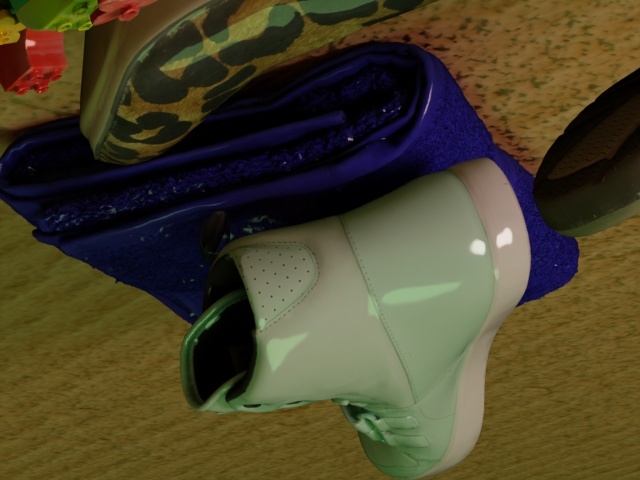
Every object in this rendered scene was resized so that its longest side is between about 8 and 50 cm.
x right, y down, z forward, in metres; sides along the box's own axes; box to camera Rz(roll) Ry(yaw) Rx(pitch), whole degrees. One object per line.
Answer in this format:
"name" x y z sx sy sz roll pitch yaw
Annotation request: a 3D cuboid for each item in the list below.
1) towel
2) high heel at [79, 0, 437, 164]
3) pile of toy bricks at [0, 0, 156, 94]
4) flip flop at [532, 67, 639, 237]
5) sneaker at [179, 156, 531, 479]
"towel" 0.000 0.000 0.947 0.227 0.076 0.308 -12 161 19
"high heel" 0.016 -0.086 0.648 0.186 0.093 0.261 7 150 -17
"pile of toy bricks" -0.075 -0.101 0.483 0.118 0.105 0.212 -12 163 -48
"flip flop" 0.195 -0.052 0.583 0.277 0.080 0.112 -20 -179 -28
"sneaker" 0.002 0.054 0.858 0.151 0.094 0.256 -14 151 -13
